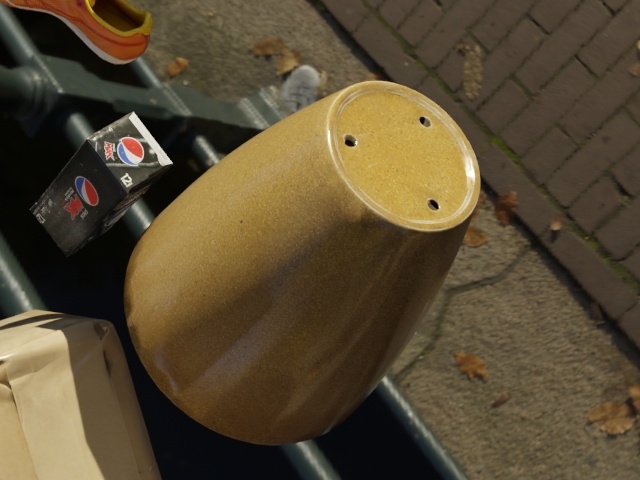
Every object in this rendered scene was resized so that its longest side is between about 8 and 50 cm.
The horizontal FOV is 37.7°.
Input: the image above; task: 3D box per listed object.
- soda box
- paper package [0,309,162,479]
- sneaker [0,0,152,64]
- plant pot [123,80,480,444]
[{"bbox_3d":[-0.196,-0.045,0.826,0.060,0.053,0.169,53,143,-4],"label":"soda box"},{"bbox_3d":[-0.302,0.241,1.006,0.325,0.168,0.310,-2,105,59],"label":"paper package"},{"bbox_3d":[-0.228,-0.227,0.838,0.067,0.175,0.064,-47,22,51],"label":"sneaker"},{"bbox_3d":[0.000,0.000,0.710,0.237,0.237,0.254,60,143,15],"label":"plant pot"}]
